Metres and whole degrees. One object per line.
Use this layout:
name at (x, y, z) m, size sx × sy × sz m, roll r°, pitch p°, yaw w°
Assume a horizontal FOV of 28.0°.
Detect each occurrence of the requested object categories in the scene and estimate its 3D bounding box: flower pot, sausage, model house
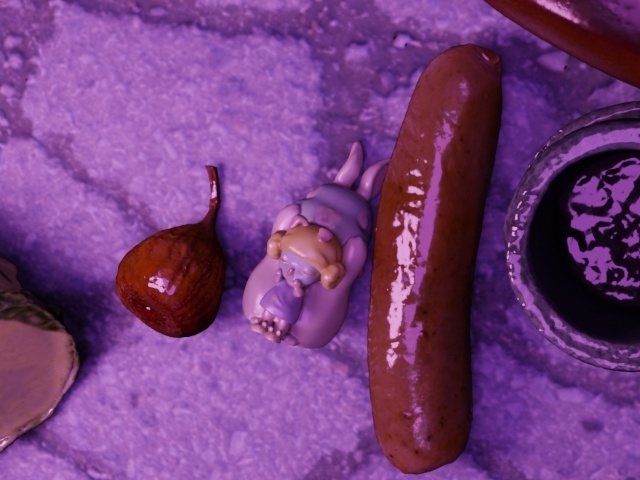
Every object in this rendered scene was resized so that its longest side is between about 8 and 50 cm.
flower pot at (0.347, -0.009, 1.316) m, size 0.299 × 0.283 × 0.299 m, roll 1°, pitch 95°, yaw 17°
sausage at (0.124, 0.026, 1.463) m, size 0.136 × 0.123 × 0.501 m, roll 3°, pitch 99°, yaw -6°
model house at (-0.498, 0.120, 1.632) m, size 0.321 × 0.261 × 0.266 m, roll -39°, pitch 60°, yaw 1°

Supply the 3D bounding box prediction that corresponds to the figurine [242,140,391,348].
figurine at (0.000, 0.000, 1.487) m, size 0.127 × 0.155 × 0.236 m, roll 29°, pitch 101°, yaw 25°

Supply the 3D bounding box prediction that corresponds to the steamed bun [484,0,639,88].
steamed bun at (0.329, -0.281, 1.294) m, size 0.379 × 0.248 × 0.235 m, roll 29°, pitch 106°, yaw 9°

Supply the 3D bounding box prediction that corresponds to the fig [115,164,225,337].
fig at (-0.162, 0.014, 1.570) m, size 0.146 × 0.201 × 0.134 m, roll -10°, pitch 137°, yaw 48°
